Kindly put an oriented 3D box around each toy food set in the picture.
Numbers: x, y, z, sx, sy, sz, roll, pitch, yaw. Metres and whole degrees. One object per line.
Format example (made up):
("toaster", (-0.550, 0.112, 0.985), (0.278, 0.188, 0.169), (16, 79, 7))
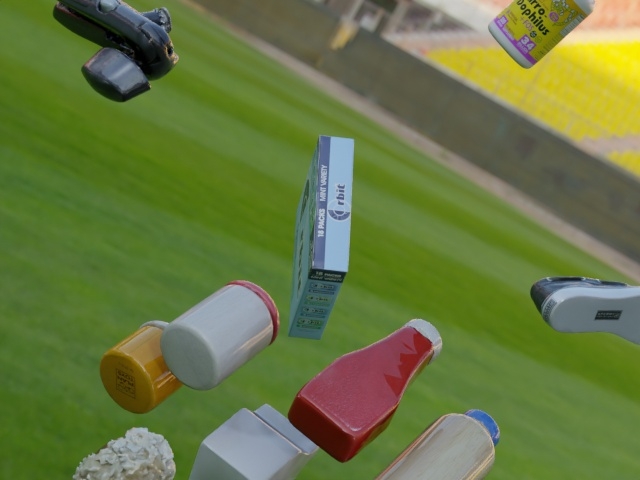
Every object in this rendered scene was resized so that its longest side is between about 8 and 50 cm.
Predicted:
("toy food set", (0.007, 0.093, 0.801), (0.232, 0.111, 0.104), (35, 42, 18))

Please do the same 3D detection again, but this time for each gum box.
("gum box", (0.000, 0.000, 1.661), (0.041, 0.157, 0.184), (6, -27, -6))

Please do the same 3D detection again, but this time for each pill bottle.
("pill bottle", (0.158, -0.160, 1.060), (0.043, 0.083, 0.043), (43, 15, -15))

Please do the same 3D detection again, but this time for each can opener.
("can opener", (-0.168, -0.167, 1.177), (0.186, 0.073, 0.059), (42, -31, 45))

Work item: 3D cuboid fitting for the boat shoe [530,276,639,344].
("boat shoe", (0.230, 0.051, 1.233), (0.142, 0.049, 0.040), (8, 27, -31))

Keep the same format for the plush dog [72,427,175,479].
("plush dog", (-0.163, 0.300, 1.313), (0.211, 0.262, 0.225), (56, -31, -7))
